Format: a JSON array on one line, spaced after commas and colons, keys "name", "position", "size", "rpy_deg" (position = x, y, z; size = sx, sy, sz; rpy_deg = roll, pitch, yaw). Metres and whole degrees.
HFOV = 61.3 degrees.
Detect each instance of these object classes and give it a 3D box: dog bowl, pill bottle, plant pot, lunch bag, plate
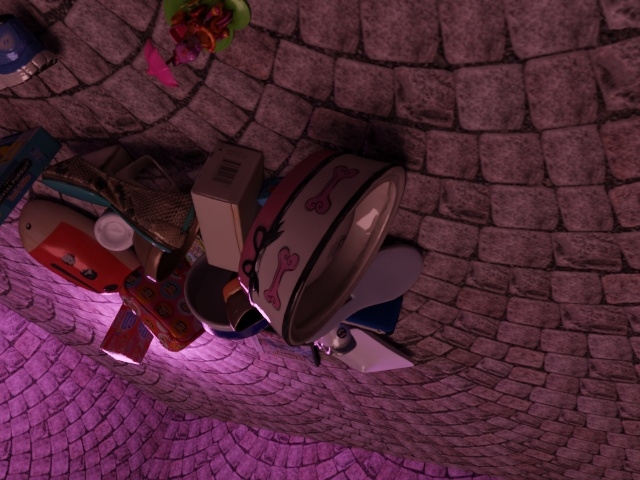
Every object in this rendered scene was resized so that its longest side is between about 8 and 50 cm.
[{"name": "dog bowl", "position": [0.000, 0.000, 1.069], "size": [0.150, 0.408, 0.408], "rpy_deg": [31, 152, 17]}, {"name": "pill bottle", "position": [-0.538, -0.053, 1.472], "size": [0.108, 0.180, 0.107], "rpy_deg": [-2, 112, -5]}, {"name": "plant pot", "position": [-0.411, -0.017, 1.413], "size": [0.110, 0.237, 0.237], "rpy_deg": [28, 149, 2]}, {"name": "dog bowl", "position": [-0.242, 0.142, 1.526], "size": [0.265, 0.264, 0.104], "rpy_deg": [14, 150, 11]}, {"name": "lunch bag", "position": [-0.457, 0.179, 1.721], "size": [0.293, 0.258, 0.120], "rpy_deg": [46, 140, 1]}, {"name": "plate", "position": [0.143, 0.372, 1.874], "size": [0.278, 0.045, 0.277], "rpy_deg": [35, 145, -23]}]

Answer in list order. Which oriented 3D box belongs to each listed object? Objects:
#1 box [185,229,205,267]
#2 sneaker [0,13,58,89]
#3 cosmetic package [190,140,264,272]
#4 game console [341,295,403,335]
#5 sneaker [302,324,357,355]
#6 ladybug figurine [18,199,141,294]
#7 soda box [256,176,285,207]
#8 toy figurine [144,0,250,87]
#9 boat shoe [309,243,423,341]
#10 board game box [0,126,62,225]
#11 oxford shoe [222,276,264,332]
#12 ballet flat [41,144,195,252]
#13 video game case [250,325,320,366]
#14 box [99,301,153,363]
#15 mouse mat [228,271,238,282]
[{"name": "box", "position": [-0.374, 0.024, 1.640], "size": [0.114, 0.036, 0.207], "rpy_deg": [10, 147, 18]}, {"name": "sneaker", "position": [-0.695, -0.390, 1.127], "size": [0.330, 0.129, 0.147], "rpy_deg": [-6, 126, 32]}, {"name": "cosmetic package", "position": [-0.208, -0.068, 1.283], "size": [0.113, 0.160, 0.309], "rpy_deg": [16, 150, 7]}, {"name": "game console", "position": [0.075, 0.211, 1.552], "size": [0.293, 0.250, 0.173], "rpy_deg": [14, 122, 11]}, {"name": "sneaker", "position": [-0.014, 0.265, 1.745], "size": [0.331, 0.122, 0.146], "rpy_deg": [-3, 115, 56]}, {"name": "ladybug figurine", "position": [-0.799, 0.044, 1.799], "size": [0.449, 0.161, 0.305], "rpy_deg": [38, 145, -27]}, {"name": "soda box", "position": [-0.062, -0.058, 1.300], "size": [0.071, 0.067, 0.210], "rpy_deg": [-3, 141, 33]}, {"name": "toy figurine", "position": [-0.215, -0.323, 0.888], "size": [0.173, 0.159, 0.130], "rpy_deg": [-1, 143, 30]}, {"name": "boat shoe", "position": [0.083, 0.116, 1.364], "size": [0.367, 0.156, 0.135], "rpy_deg": [-35, 104, 6]}, {"name": "board game box", "position": [-0.853, -0.132, 1.387], "size": [0.254, 0.336, 0.079], "rpy_deg": [-4, 141, 34]}, {"name": "oxford shoe", "position": [-0.077, 0.118, 1.329], "size": [0.364, 0.132, 0.130], "rpy_deg": [-29, 143, 22]}, {"name": "ballet flat", "position": [-0.471, -0.131, 1.299], "size": [0.483, 0.182, 0.164], "rpy_deg": [24, 171, 29]}, {"name": "video game case", "position": [-0.144, 0.401, 2.095], "size": [0.275, 0.035, 0.248], "rpy_deg": [12, 148, 14]}, {"name": "box", "position": [-0.733, 0.341, 2.131], "size": [0.128, 0.256, 0.122], "rpy_deg": [5, 148, 24]}, {"name": "mouse mat", "position": [-0.166, 0.091, 1.475], "size": [0.153, 0.189, 0.007], "rpy_deg": [14, 157, 11]}]
